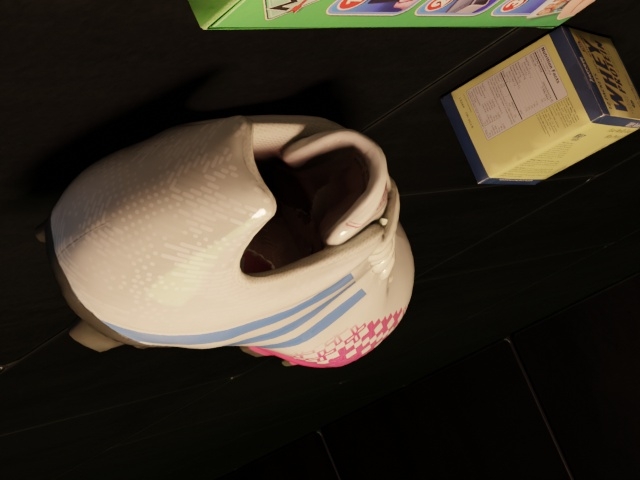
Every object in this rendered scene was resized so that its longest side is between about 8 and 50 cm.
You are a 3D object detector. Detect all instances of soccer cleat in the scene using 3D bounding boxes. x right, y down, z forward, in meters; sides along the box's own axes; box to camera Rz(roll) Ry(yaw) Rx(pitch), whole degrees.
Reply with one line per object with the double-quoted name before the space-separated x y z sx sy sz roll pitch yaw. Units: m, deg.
"soccer cleat" 0.000 0.000 0.702 0.143 0.116 0.331 -28 167 25

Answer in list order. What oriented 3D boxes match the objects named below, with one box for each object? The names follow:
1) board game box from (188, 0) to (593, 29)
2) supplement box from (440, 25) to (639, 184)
"board game box" 0.126 -0.162 0.391 0.213 0.046 0.317 -9 162 -48
"supplement box" 0.130 -0.075 0.764 0.083 0.056 0.083 -29 167 30
